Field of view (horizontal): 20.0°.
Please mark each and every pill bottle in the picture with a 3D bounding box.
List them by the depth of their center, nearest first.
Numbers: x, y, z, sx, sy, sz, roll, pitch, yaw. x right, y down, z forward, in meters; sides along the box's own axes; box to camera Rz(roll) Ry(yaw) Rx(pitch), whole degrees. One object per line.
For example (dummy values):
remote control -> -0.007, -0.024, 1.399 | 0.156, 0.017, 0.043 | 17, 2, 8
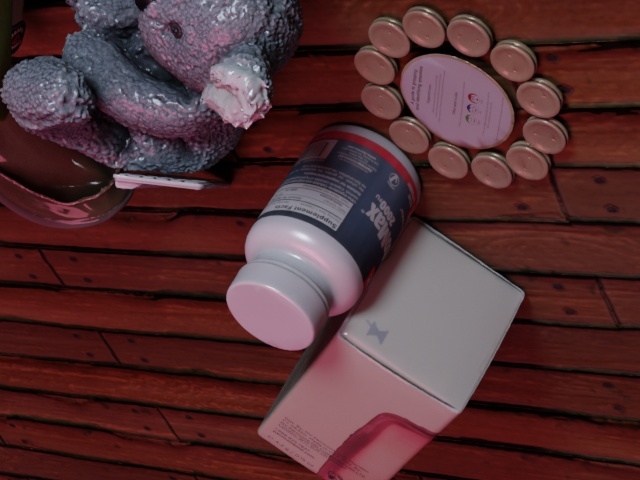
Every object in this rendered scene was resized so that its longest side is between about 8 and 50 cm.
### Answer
pill bottle -> 0.000, 0.000, 1.504 | 0.108, 0.180, 0.108 | 22, 145, 16

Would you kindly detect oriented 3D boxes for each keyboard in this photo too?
keyboard -> -0.122, -0.051, 1.542 | 0.072, 0.014, 0.256 | 1, -177, 2

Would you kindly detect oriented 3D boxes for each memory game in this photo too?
memory game -> 0.110, -0.111, 1.427 | 0.186, 0.012, 0.186 | 22, 146, 16

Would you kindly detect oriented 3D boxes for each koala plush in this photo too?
koala plush -> -0.092, -0.155, 1.395 | 0.203, 0.196, 0.221 | 30, 150, -29

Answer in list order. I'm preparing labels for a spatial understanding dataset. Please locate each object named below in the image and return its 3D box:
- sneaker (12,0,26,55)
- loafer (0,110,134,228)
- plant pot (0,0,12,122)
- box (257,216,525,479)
sneaker -> -0.390, -0.267, 1.568 | 0.330, 0.122, 0.146 | 30, 128, 3
loafer -> -0.291, -0.091, 1.705 | 0.251, 0.094, 0.087 | 23, 149, 15
plant pot -> -0.340, -0.202, 1.391 | 0.276, 0.276, 0.254 | 16, 127, 24
box -> 0.060, 0.111, 1.625 | 0.127, 0.148, 0.232 | 34, 147, -2
